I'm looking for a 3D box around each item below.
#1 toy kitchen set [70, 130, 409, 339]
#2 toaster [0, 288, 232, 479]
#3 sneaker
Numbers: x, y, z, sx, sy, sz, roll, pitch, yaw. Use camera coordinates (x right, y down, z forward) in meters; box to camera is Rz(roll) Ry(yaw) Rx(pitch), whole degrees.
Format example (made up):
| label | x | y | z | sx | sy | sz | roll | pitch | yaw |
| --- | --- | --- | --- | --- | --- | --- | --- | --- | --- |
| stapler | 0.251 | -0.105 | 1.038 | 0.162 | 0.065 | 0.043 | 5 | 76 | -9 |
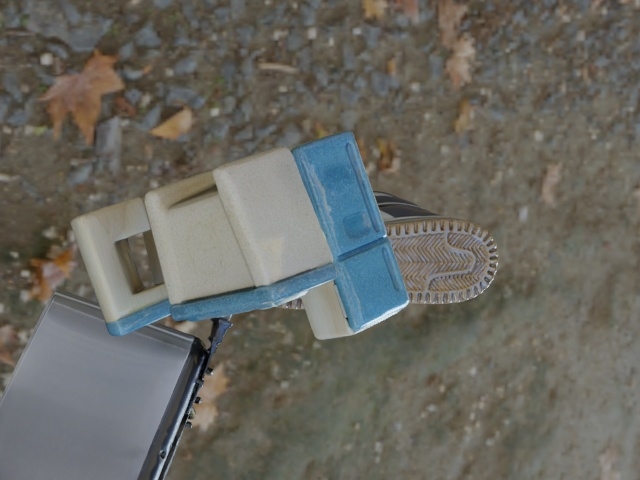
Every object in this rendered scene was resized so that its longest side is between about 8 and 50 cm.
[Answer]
| label | x | y | z | sx | sy | sz | roll | pitch | yaw |
| --- | --- | --- | --- | --- | --- | --- | --- | --- | --- |
| toy kitchen set | -0.004 | 0.008 | 0.594 | 0.207 | 0.166 | 0.122 | -23 | 96 | -42 |
| toaster | -0.145 | 0.132 | 0.699 | 0.168 | 0.110 | 0.185 | 119 | -8 | -63 |
| sneaker | 0.000 | 0.000 | 0.978 | 0.282 | 0.153 | 0.099 | 6 | 98 | -21 |
